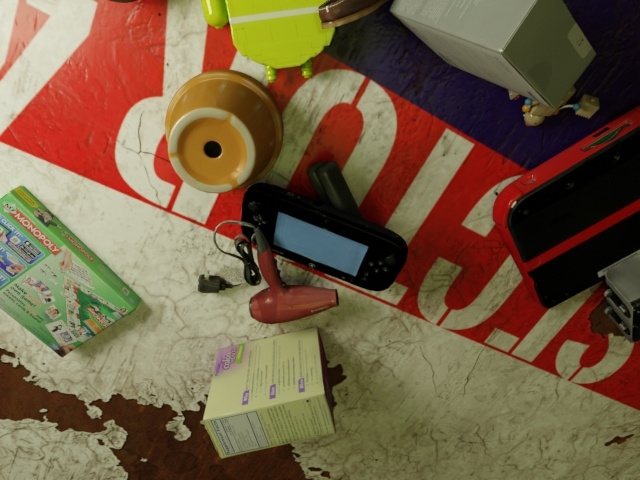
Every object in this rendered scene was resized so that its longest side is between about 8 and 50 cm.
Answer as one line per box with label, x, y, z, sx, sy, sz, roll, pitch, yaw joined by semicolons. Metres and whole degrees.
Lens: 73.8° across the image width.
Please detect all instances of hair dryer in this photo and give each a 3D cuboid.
hair dryer;-0.098;0.091;0.861;0.293;0.080;0.223;20;135;-17

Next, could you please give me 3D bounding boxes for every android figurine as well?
android figurine;-0.067;-0.397;0.676;0.248;0.056;0.273;-10;115;-1

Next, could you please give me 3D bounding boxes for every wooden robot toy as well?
wooden robot toy;0.415;-0.251;0.796;0.173;0.076;0.079;4;150;-7

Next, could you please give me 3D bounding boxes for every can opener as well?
can opener;0.069;-0.041;0.859;0.093;0.074;0.280;-45;118;-21

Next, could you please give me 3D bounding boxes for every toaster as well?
toaster;0.732;0.116;0.937;0.186;0.110;0.168;-29;131;9

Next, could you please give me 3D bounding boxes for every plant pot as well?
plant pot;-0.163;-0.167;0.702;0.205;0.188;0.205;-2;115;-4

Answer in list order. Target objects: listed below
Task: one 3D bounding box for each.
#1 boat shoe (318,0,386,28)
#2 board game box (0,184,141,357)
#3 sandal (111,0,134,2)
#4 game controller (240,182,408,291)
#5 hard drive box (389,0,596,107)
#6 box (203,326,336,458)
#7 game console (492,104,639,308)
boat shoe;0.071;-0.391;0.648;0.207;0.073;0.073;-41;132;-24
board game box;-0.560;0.075;0.861;0.213;0.046;0.317;-32;114;9
sandal;-0.257;-0.443;0.641;0.219;0.060;0.090;-47;117;1
game controller;0.000;0.000;0.807;0.319;0.067;0.166;22;133;4
hard drive box;0.242;-0.303;0.621;0.181;0.232;0.089;13;117;-43
box;-0.103;0.320;0.923;0.243;0.213;0.117;-13;115;1
game console;0.587;-0.058;0.902;0.386;0.060;0.342;-32;120;11
